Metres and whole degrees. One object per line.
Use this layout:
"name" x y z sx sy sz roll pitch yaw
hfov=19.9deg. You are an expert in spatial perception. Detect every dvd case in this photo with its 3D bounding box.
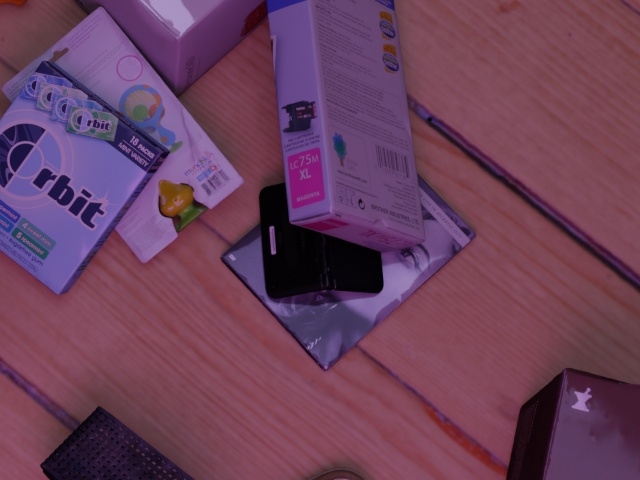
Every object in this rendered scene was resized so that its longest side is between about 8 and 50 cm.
"dvd case" 0.031 0.007 1.923 0.221 0.018 0.164 -41 82 -15

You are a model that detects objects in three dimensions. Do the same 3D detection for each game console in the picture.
"game console" 0.000 0.000 1.905 0.107 0.071 0.122 -12 73 22

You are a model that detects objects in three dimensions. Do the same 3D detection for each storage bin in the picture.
"storage bin" -0.170 0.254 1.744 0.180 0.122 0.084 30 69 38

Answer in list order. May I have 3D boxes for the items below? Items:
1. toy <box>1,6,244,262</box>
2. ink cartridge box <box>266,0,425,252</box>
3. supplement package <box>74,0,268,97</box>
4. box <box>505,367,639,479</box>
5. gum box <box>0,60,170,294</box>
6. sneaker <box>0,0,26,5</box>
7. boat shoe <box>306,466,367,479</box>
"toy" -0.204 -0.108 1.904 0.137 0.056 0.237 -39 85 0
"ink cartridge box" 0.023 -0.154 1.861 0.065 0.186 0.311 -13 74 30
"supplement package" -0.105 -0.326 1.918 0.293 0.177 0.175 -43 82 -15
"box" 0.280 0.240 1.788 0.169 0.203 0.167 15 74 -1
"gum box" -0.271 -0.064 1.863 0.157 0.041 0.184 37 98 5
"sneaker" -0.403 -0.244 1.915 0.215 0.084 0.083 -35 88 -14
"boat shoe" -0.050 0.332 1.784 0.104 0.089 0.285 44 74 7
